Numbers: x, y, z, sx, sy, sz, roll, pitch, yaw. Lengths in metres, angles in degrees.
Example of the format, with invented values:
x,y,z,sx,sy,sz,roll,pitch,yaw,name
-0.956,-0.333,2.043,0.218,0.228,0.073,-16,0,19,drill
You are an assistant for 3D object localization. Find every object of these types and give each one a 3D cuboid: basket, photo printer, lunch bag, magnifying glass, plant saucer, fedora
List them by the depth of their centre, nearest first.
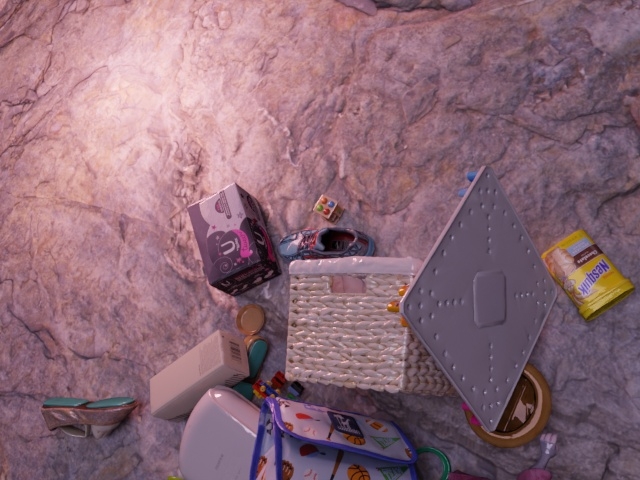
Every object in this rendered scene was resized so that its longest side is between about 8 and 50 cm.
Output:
x,y,z,sx,sy,sz,roll,pitch,yaw,name
0.026,0.511,1.376,0.386,0.327,0.239,-91,24,-46,lunch bag
0.139,0.192,1.475,0.328,0.331,0.267,-2,77,38,basket
0.411,0.354,1.477,0.194,0.079,0.194,-6,74,22,fedora
0.183,0.523,1.547,0.230,0.026,0.092,-8,70,18,magnifying glass
-0.197,0.513,1.605,0.307,0.107,0.256,32,111,22,photo printer
-0.185,0.211,1.797,0.083,0.015,0.084,-6,72,20,plant saucer

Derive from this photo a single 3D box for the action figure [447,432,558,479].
x,y,z,sx,sy,sz,roll,pitch,yaw,name
0.374,0.546,1.312,0.370,0.275,0.248,-23,86,44,action figure

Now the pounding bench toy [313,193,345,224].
x,y,z,sx,sy,sz,roll,pitch,yaw,name
0.010,-0.089,1.786,0.083,0.065,0.052,29,86,27,pounding bench toy

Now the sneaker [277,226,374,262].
x,y,z,sx,sy,sz,roll,pitch,yaw,name
0.000,0.000,1.728,0.261,0.125,0.104,-5,71,20,sneaker

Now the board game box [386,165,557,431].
x,y,z,sx,sy,sz,roll,pitch,yaw,name
0.326,0.117,1.372,0.050,0.390,0.390,-2,44,47,board game box

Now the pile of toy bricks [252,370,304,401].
x,y,z,sx,sy,sz,roll,pitch,yaw,name
-0.080,0.428,1.651,0.212,0.118,0.105,40,119,11,pile of toy bricks

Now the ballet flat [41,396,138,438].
x,y,z,sx,sy,sz,roll,pitch,yaw,name
-0.626,0.486,1.852,0.315,0.107,0.106,-6,91,26,ballet flat

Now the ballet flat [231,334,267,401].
x,y,z,sx,sy,sz,roll,pitch,yaw,name
-0.202,0.354,1.738,0.073,0.080,0.232,10,73,53,ballet flat

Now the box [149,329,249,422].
x,y,z,sx,sy,sz,roll,pitch,yaw,name
-0.311,0.348,1.713,0.275,0.094,0.113,-36,46,25,box

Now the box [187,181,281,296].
x,y,z,sx,sy,sz,roll,pitch,yaw,name
-0.231,-0.002,1.813,0.163,0.142,0.247,-26,66,13,box

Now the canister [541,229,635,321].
x,y,z,sx,sy,sz,roll,pitch,yaw,name
0.587,0.075,1.499,0.126,0.073,0.170,-36,62,8,canister

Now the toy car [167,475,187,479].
x,y,z,sx,sy,sz,roll,pitch,yaw,name
-0.401,0.666,1.679,0.188,0.149,0.155,-2,61,34,toy car
